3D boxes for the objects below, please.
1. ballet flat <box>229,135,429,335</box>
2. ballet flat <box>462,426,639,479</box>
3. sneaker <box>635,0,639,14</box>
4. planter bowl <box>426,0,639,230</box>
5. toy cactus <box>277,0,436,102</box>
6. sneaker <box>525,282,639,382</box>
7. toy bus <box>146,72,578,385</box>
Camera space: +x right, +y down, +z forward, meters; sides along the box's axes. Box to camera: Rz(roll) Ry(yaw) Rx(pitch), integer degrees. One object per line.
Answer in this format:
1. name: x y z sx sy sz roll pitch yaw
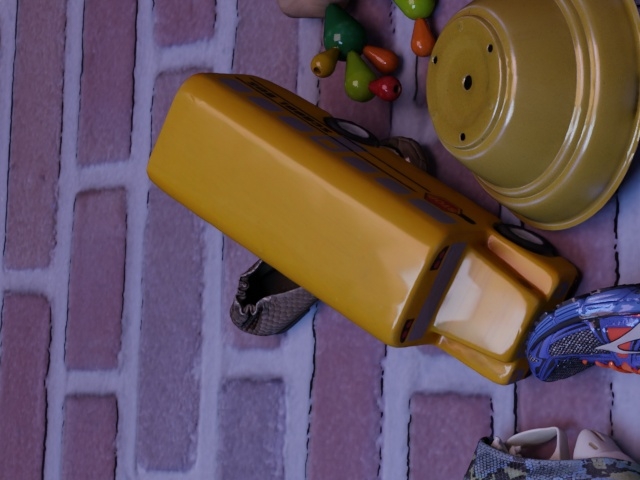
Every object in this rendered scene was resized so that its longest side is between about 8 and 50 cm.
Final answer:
1. ballet flat: 0.000 0.000 1.603 0.250 0.058 0.084 -43 56 34
2. ballet flat: 0.181 0.167 1.387 0.188 0.070 0.070 -4 82 43
3. sneaker: 0.233 -0.157 1.398 0.043 0.040 0.109 23 110 42
4. planter bowl: 0.141 -0.116 1.414 0.217 0.090 0.217 0 89 60
5. toy cactus: 0.017 -0.217 1.600 0.180 0.112 0.219 -9 86 56
6. sneaker: 0.233 0.070 1.333 0.221 0.083 0.087 -24 75 46
7. toy bus: 0.031 -0.012 1.475 0.332 0.130 0.108 34 109 27
